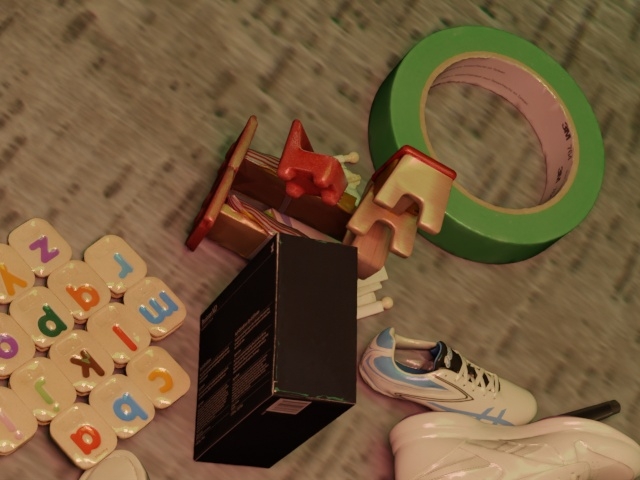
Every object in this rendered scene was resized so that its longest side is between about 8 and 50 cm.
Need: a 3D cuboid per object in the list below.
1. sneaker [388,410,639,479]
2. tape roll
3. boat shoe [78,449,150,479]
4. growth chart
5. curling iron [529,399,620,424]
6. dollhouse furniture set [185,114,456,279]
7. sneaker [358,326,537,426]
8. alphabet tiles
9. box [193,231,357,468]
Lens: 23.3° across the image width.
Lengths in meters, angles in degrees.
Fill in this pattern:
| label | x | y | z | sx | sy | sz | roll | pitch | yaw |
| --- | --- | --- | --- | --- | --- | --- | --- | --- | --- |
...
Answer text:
| label | x | y | z | sx | sy | sz | roll | pitch | yaw |
| --- | --- | --- | --- | --- | --- | --- | --- | --- | --- |
| sneaker | 0.232 | 0.284 | 1.823 | 0.305 | 0.114 | 0.152 | 2 | 55 | -4 |
| tape roll | 0.223 | -0.130 | 2.074 | 0.321 | 0.077 | 0.321 | 9 | 65 | -20 |
| boat shoe | -0.209 | 0.383 | 1.656 | 0.099 | 0.116 | 0.319 | 48 | 31 | -54 |
| growth chart | 0.000 | 0.000 | 1.947 | 0.172 | 0.021 | 0.237 | -6 | 70 | -26 |
| curling iron | 0.267 | 0.257 | 1.941 | 0.274 | 0.035 | 0.068 | -21 | 71 | -29 |
| dollhouse furniture set | 0.003 | -0.062 | 1.751 | 0.201 | 0.374 | 0.152 | 27 | 66 | -9 |
| sneaker | 0.165 | 0.172 | 1.900 | 0.237 | 0.086 | 0.085 | 19 | 43 | -15 |
| alphabet tiles | -0.293 | 0.113 | 1.753 | 0.278 | 0.021 | 0.284 | 45 | 57 | 11 |
| box | -0.053 | 0.128 | 1.724 | 0.103 | 0.261 | 0.184 | 8 | 65 | -21 |
